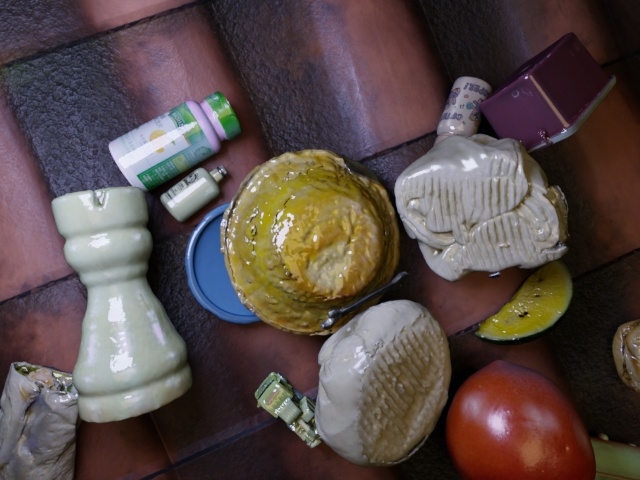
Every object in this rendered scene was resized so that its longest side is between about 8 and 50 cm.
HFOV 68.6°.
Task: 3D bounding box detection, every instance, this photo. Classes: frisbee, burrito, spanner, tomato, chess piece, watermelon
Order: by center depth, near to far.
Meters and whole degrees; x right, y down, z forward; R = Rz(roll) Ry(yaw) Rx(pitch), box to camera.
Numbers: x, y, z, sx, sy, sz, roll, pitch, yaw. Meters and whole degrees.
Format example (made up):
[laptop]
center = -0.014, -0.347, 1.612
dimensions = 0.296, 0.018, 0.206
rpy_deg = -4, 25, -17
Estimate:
[chess piece]
center = -0.411, 0.117, 0.962
dimensions = 0.234, 0.234, 0.442
rpy_deg = -9, 96, -8
[burrito]
center = -0.610, 0.443, 1.000
dimensions = 0.190, 0.135, 0.332
rpy_deg = 13, 90, -14
[spanner]
center = 0.100, 0.128, 1.015
dimensions = 0.254, 0.054, 0.015
rpy_deg = -23, 52, -34
[tomato]
center = 0.437, 0.431, 1.057
dimensions = 0.321, 0.321, 0.321
rpy_deg = 0, 89, -8
[frisbee]
center = -0.171, 0.049, 1.103
dimensions = 0.289, 0.049, 0.289
rpy_deg = 1, 87, -19
[watermelon]
center = 0.537, 0.174, 1.186
dimensions = 0.301, 0.123, 0.129
rpy_deg = -42, 73, -9

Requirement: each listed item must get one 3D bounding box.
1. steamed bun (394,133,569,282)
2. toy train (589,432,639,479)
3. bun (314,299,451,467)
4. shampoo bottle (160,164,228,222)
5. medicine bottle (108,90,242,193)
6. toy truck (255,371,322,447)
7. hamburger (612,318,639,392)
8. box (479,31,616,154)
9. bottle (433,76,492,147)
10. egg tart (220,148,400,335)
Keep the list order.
[steamed bun]
center = 0.372, -0.081, 1.099
dimensions = 0.394, 0.237, 0.347
rpy_deg = 27, 123, 7
[toy train]
center = 0.714, 0.583, 1.194
dimensions = 0.285, 0.116, 0.177
rpy_deg = 14, 75, -7
[bun]
center = 0.126, 0.304, 1.043
dimensions = 0.359, 0.211, 0.360
rpy_deg = -10, 106, -36
[shampoo bottle]
center = -0.282, -0.117, 1.083
dimensions = 0.162, 0.079, 0.079
rpy_deg = -38, 94, -6
[medicine bottle]
center = -0.317, -0.225, 1.055
dimensions = 0.274, 0.133, 0.133
rpy_deg = -31, 93, -9
[toy truck]
center = -0.059, 0.398, 1.082
dimensions = 0.191, 0.116, 0.085
rpy_deg = 42, 82, -6
[hamburger]
center = 0.868, 0.302, 1.217
dimensions = 0.213, 0.108, 0.214
rpy_deg = 0, 90, -9
[box]
center = 0.528, -0.341, 1.105
dimensions = 0.294, 0.193, 0.167
rpy_deg = -43, 99, -28
[bottle]
center = 0.346, -0.290, 1.158
dimensions = 0.097, 0.110, 0.209
rpy_deg = 21, 85, -2
[egg tart]
center = 0.000, 0.000, 1.047
dimensions = 0.443, 0.178, 0.443
rpy_deg = 1, 88, -20
